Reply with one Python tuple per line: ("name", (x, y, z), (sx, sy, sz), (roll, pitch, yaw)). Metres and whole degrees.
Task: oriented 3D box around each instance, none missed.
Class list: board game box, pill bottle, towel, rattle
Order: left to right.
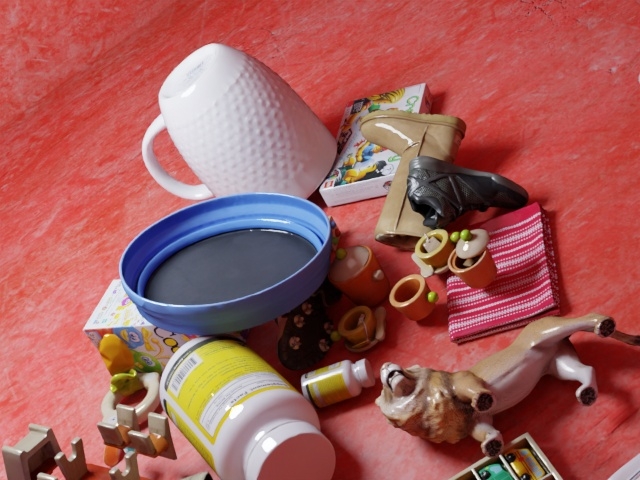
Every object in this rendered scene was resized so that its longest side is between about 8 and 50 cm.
("rattle", (-0.376, 0.294, 2.164), (0.130, 0.143, 0.200), (8, 41, 17))
("board game box", (-0.288, 0.161, 2.251), (0.275, 0.142, 0.144), (-6, 40, 31))
("pill bottle", (-0.118, 0.299, 1.919), (0.188, 0.188, 0.334), (-39, 36, -12))
("pill bottle", (0.031, 0.241, 1.986), (0.116, 0.065, 0.065), (-20, 36, 15))
("board game box", (0.122, -0.205, 2.474), (0.193, 0.053, 0.305), (-11, 40, 25))
("towel", (0.311, 0.052, 2.042), (0.198, 0.031, 0.275), (-18, 37, 19))

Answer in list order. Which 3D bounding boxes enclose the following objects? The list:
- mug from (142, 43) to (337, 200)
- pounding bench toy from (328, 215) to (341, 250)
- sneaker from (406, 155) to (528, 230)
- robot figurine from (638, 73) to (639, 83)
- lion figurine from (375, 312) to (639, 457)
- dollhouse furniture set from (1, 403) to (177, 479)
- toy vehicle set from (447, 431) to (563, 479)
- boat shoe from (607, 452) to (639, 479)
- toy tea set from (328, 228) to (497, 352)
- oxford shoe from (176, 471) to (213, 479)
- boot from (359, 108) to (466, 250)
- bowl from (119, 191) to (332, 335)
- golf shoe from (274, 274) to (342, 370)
("mug", (-0.207, -0.217, 2.467), (0.374, 0.328, 0.276), (-28, 31, 26))
("pounding bench toy", (0.000, 0.000, 2.315), (0.065, 0.052, 0.083), (-9, 41, 27))
("sneaker", (0.264, -0.066, 2.134), (0.227, 0.087, 0.130), (13, 69, -7))
("robot figurine", (0.700, -0.232, 1.955), (0.300, 0.200, 0.353), (-50, 37, -1))
("lion figurine", (0.287, 0.206, 1.802), (0.392, 0.142, 0.240), (-21, 12, -10))
("dollhouse furniture set", (-0.407, 0.406, 1.984), (0.259, 0.135, 0.262), (7, 31, 31))
("toy vehicle set", (0.283, 0.401, 1.630), (0.166, 0.035, 0.267), (-32, 35, -1))
("boat shoe", (0.494, 0.294, 1.558), (0.267, 0.096, 0.088), (-36, 39, -6))
("toy tea set", (0.144, 0.048, 2.056), (0.336, 0.124, 0.200), (-28, 33, 18))
("oxford shoe", (-0.154, 0.475, 1.778), (0.146, 0.140, 0.397), (-32, 37, -14))
("boot", (0.150, -0.119, 2.253), (0.236, 0.089, 0.270), (3, 64, 32))
("bowl", (-0.168, 0.039, 2.125), (0.391, 0.077, 0.391), (-9, 30, 5))
("golf shoe", (-0.039, 0.147, 2.145), (0.120, 0.105, 0.273), (-28, 26, 32))
